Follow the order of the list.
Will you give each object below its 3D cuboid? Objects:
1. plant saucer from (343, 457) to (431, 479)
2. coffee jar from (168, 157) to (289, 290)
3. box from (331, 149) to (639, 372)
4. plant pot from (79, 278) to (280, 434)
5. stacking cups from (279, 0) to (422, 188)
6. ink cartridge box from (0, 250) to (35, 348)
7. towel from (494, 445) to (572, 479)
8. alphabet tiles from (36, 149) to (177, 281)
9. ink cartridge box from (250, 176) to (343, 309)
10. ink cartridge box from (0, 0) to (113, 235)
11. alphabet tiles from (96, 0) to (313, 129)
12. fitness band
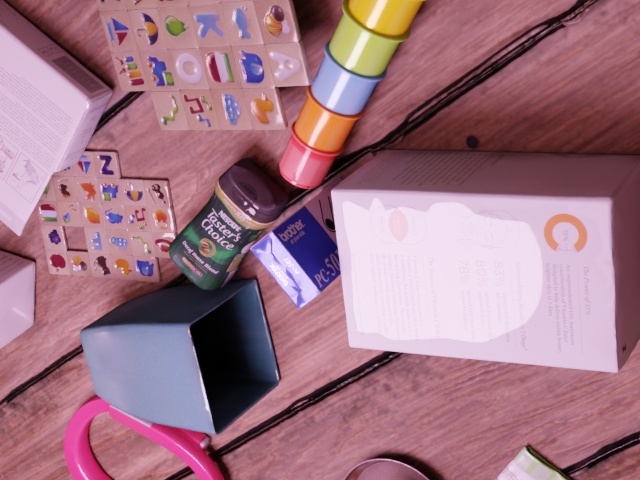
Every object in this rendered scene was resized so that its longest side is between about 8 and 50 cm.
[{"bbox_3d":[0.109,0.378,1.995,0.168,0.029,0.168,11,115,24],"label":"plant saucer"},{"bbox_3d":[-0.124,-0.022,1.910,0.096,0.079,0.184,44,123,8],"label":"coffee jar"},{"bbox_3d":[0.211,0.016,1.703,0.345,0.168,0.215,4,112,26],"label":"box"},{"bbox_3d":[-0.211,0.159,1.991,0.234,0.165,0.166,-1,111,34],"label":"plant pot"},{"bbox_3d":[0.037,-0.203,1.755,0.096,0.096,0.316,34,128,10],"label":"stacking cups"},{"bbox_3d":[-0.637,0.070,2.135,0.353,0.207,0.119,16,119,20],"label":"ink cartridge box"},{"bbox_3d":[0.280,0.361,1.903,0.113,0.023,0.152,36,123,8],"label":"towel"},{"bbox_3d":[-0.314,-0.036,2.045,0.237,0.009,0.198,3,112,26],"label":"alphabet tiles"},{"bbox_3d":[0.000,0.000,1.779,0.046,0.207,0.097,-38,91,34],"label":"ink cartridge box"},{"bbox_3d":[-0.470,-0.198,2.015,0.296,0.066,0.261,40,122,9],"label":"ink cartridge box"},{"bbox_3d":[-0.161,-0.277,1.812,0.342,0.011,0.285,3,116,40],"label":"alphabet tiles"},{"bbox_3d":[-0.267,0.351,2.166,0.291,0.054,0.209,28,124,15],"label":"fitness band"}]
